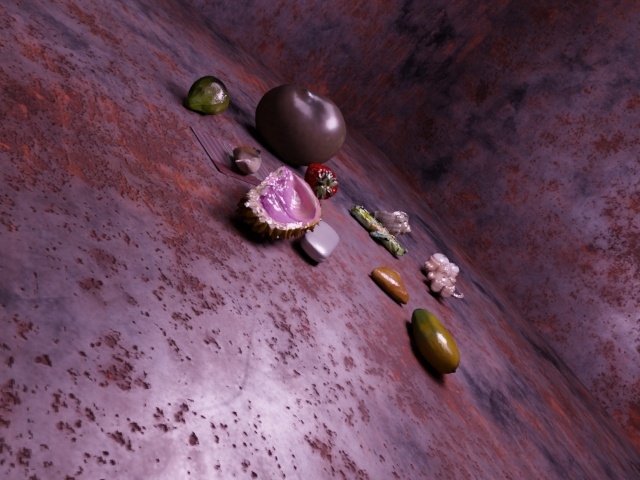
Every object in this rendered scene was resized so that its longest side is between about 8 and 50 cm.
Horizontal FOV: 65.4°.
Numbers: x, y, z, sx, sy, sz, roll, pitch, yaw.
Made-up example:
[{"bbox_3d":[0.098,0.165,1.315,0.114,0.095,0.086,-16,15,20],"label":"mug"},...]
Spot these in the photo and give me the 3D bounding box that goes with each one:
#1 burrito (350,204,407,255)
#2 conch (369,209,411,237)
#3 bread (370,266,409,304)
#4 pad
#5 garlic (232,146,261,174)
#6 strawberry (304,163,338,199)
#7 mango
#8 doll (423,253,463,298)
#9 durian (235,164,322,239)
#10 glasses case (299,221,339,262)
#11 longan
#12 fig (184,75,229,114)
[{"bbox_3d":[0.226,-0.034,1.961,0.288,0.054,0.104,44,18,-1],"label":"burrito"},{"bbox_3d":[0.283,-0.079,2.051,0.207,0.155,0.130,22,41,-8],"label":"conch"},{"bbox_3d":[0.214,0.123,1.598,0.136,0.054,0.154,30,20,-30],"label":"bread"},{"bbox_3d":[-0.236,-0.230,1.484,0.300,0.005,0.202,16,33,-55],"label":"pad"},{"bbox_3d":[-0.210,-0.222,1.426,0.084,0.066,0.152,7,27,-17],"label":"garlic"},{"bbox_3d":[-0.008,-0.211,1.773,0.131,0.131,0.148,28,-6,-40],"label":"strawberry"},{"bbox_3d":[0.327,0.284,1.422,0.137,0.091,0.237,46,17,-15],"label":"mango"},{"bbox_3d":[0.500,0.152,2.045,0.154,0.119,0.278,29,22,-7],"label":"doll"},{"bbox_3d":[-0.103,-0.074,1.274,0.191,0.112,0.341,51,25,-10],"label":"durian"},{"bbox_3d":[0.000,0.000,1.393,0.092,0.059,0.233,45,17,-3],"label":"glasses case"},{"bbox_3d":[-0.072,-0.422,1.851,0.350,0.288,0.288,27,23,-22],"label":"longan"},{"bbox_3d":[-0.361,-0.438,1.553,0.123,0.123,0.156,44,56,-2],"label":"fig"}]
